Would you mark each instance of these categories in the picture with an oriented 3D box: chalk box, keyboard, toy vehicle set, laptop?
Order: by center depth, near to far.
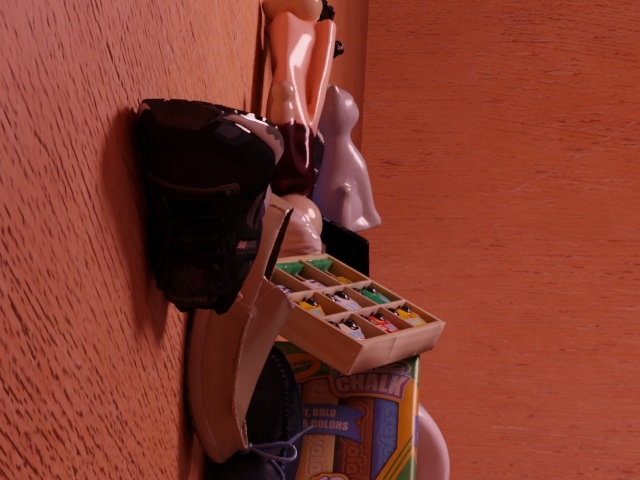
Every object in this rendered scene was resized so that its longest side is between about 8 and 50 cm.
[{"bbox_3d":[0.016,0.072,1.695,0.035,0.166,0.267,-64,161,12],"label":"toy vehicle set"},{"bbox_3d":[0.023,0.228,1.808,0.180,0.179,0.289,86,8,-49],"label":"chalk box"},{"bbox_3d":[-0.007,-0.276,2.080,0.108,0.023,0.180,51,-10,5],"label":"keyboard"},{"bbox_3d":[0.000,0.000,2.096,0.136,0.264,0.234,-39,143,-33],"label":"laptop"}]

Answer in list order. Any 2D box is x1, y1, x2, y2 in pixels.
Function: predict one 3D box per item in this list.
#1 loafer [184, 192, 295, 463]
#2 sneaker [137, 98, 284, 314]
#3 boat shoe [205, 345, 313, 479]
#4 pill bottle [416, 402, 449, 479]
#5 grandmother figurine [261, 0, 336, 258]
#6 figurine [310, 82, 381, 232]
[{"bbox_3d":[-0.071,0.071,1.491,0.102,0.092,0.269,59,33,-82],"label":"loafer"},{"bbox_3d":[-0.085,-0.015,1.240,0.283,0.107,0.124,77,21,-73],"label":"sneaker"},{"bbox_3d":[-0.063,0.232,1.592,0.089,0.109,0.258,-24,113,-81],"label":"boat shoe"},{"bbox_3d":[0.044,0.265,2.154,0.361,0.204,0.204,-130,-139,-81],"label":"pill bottle"},{"bbox_3d":[-0.033,-0.121,1.907,0.208,0.104,0.343,60,28,-65],"label":"grandmother figurine"},{"bbox_3d":[0.003,-0.125,2.176,0.215,0.092,0.210,-149,-130,-68],"label":"figurine"}]
